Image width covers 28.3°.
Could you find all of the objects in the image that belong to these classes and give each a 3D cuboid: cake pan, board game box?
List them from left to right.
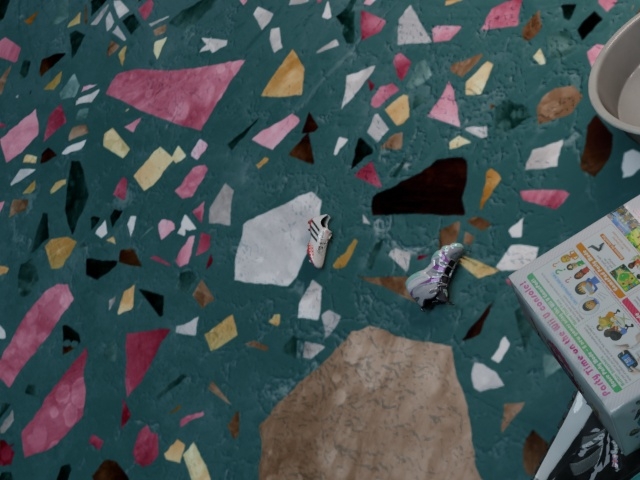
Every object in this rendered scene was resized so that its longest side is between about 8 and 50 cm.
[{"bbox_3d":[0.393,0.056,1.381,0.303,0.097,0.224,-30,46,0],"label":"board game box"},{"bbox_3d":[0.460,-0.205,1.481,0.293,0.054,0.293,-22,36,17],"label":"cake pan"}]

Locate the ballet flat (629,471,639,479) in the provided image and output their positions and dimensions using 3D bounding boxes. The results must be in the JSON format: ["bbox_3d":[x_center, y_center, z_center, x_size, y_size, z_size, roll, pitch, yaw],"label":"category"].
[{"bbox_3d":[0.464,0.270,1.208,0.409,0.147,0.147,-25,52,55],"label":"ballet flat"}]

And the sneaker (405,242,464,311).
[{"bbox_3d":[0.162,0.055,1.664,0.098,0.038,0.069,-47,50,23],"label":"sneaker"}]

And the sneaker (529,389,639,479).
[{"bbox_3d":[0.319,0.257,1.406,0.124,0.107,0.283,19,82,36],"label":"sneaker"}]

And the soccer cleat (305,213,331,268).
[{"bbox_3d":[0.000,0.000,1.817,0.036,0.029,0.083,-22,53,33],"label":"soccer cleat"}]
